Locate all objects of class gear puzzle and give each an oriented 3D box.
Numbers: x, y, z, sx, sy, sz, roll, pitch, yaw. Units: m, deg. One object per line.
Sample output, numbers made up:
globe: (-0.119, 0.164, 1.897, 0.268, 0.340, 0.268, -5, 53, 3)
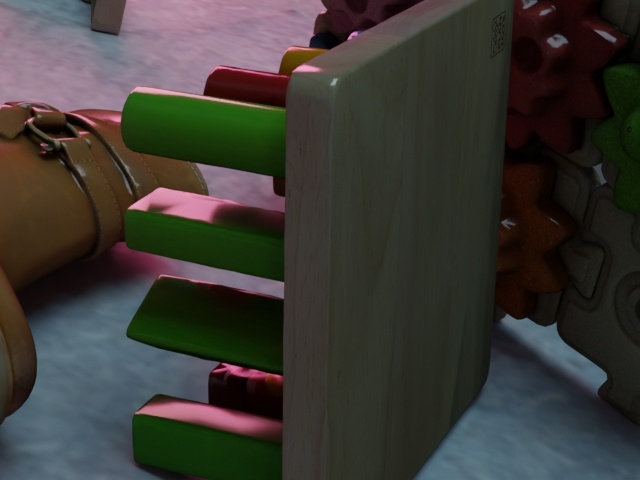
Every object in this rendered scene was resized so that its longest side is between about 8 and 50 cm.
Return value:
gear puzzle: (0.100, -0.012, 0.542, 0.044, 0.175, 0.339, -24, 47, -37)

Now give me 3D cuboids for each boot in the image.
boot: (-0.103, -0.007, 0.527, 0.152, 0.073, 0.197, -2, 35, -39)

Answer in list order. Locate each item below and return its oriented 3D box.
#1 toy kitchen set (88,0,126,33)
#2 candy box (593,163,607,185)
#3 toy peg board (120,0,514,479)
toy kitchen set: (-0.146, -0.166, 0.801, 0.083, 0.068, 0.075, 9, 28, -14)
candy box: (0.116, -0.099, 0.723, 0.071, 0.159, 0.233, 14, 26, 0)
toy peg board: (0.000, 0.000, 0.488, 0.079, 0.161, 0.160, 11, 24, 22)
